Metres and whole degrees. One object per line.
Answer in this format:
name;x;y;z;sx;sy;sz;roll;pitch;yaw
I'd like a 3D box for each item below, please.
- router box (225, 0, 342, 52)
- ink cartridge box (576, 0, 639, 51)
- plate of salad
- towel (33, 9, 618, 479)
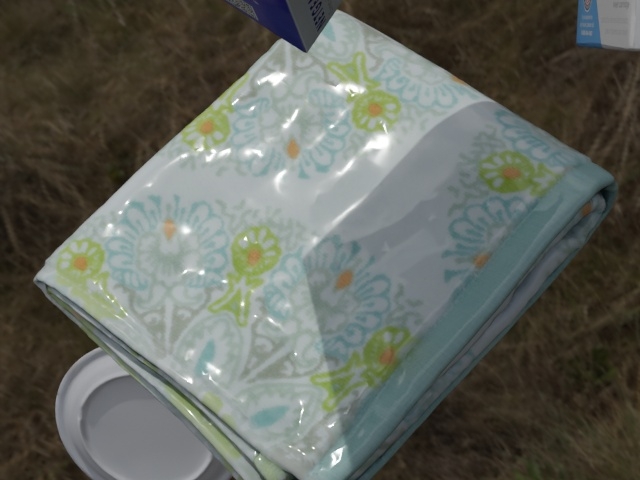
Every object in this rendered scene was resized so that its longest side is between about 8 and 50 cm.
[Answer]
router box;0.027;-0.289;0.702;0.082;0.335;0.301;34;87;8
ink cartridge box;0.149;-0.141;0.459;0.089;0.092;0.143;0;100;-1
plate of salad;-0.172;0.185;1.287;0.199;0.200;0.048;-20;21;17
towel;0.000;0.000;1.006;0.320;0.090;0.374;38;72;26
